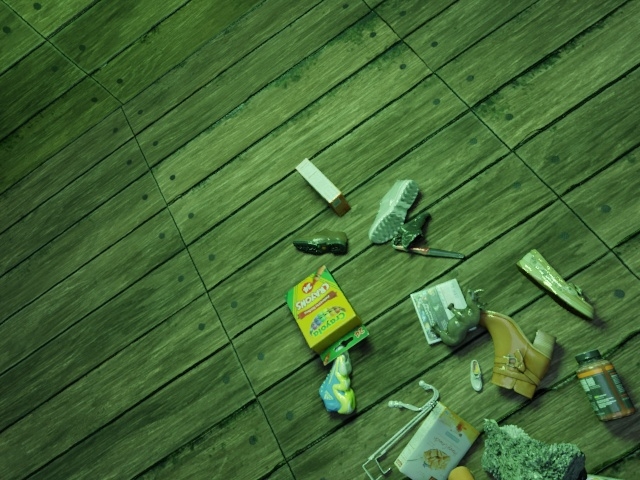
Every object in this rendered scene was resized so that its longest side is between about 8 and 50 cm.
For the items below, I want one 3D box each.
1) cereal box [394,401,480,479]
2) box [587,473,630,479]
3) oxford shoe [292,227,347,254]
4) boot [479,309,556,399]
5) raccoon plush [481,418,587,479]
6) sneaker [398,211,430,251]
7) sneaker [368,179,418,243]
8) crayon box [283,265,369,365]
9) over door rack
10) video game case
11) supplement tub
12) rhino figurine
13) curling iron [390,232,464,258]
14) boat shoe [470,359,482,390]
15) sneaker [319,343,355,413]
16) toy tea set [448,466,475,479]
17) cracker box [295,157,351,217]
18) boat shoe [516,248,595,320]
[{"bbox_3d":[0.366,0.650,1.448,0.173,0.047,0.240,39,85,-19],"label":"cereal box"},{"bbox_3d":[0.838,0.710,1.314,0.324,0.067,0.063,1,72,18],"label":"box"},{"bbox_3d":[0.000,0.000,1.859,0.227,0.082,0.096,0,52,17],"label":"oxford shoe"},{"bbox_3d":[0.597,0.363,1.514,0.283,0.109,0.220,23,83,17],"label":"boot"},{"bbox_3d":[0.509,0.603,1.262,0.299,0.446,0.216,9,75,49],"label":"raccoon plush"},{"bbox_3d":[0.362,-0.036,1.735,0.170,0.051,0.089,-30,54,-12],"label":"sneaker"},{"bbox_3d":[0.273,-0.113,1.807,0.281,0.105,0.115,-55,30,-2],"label":"sneaker"},{"bbox_3d":[0.015,0.267,1.699,0.202,0.081,0.318,-37,49,2],"label":"crayon box"},{"bbox_3d":[0.247,0.582,1.461,0.108,0.239,0.324,35,84,25],"label":"over door rack"},{"bbox_3d":[0.433,0.252,1.643,0.173,0.022,0.190,-21,66,10],"label":"video game case"},{"bbox_3d":[0.845,0.432,1.392,0.106,0.106,0.197,-20,66,11],"label":"supplement tub"},{"bbox_3d":[0.469,0.252,1.536,0.106,0.073,0.243,42,116,22],"label":"rhino figurine"},{"bbox_3d":[0.396,0.027,1.729,0.274,0.035,0.068,14,75,23],"label":"curling iron"},{"bbox_3d":[0.516,0.446,1.535,0.035,0.035,0.100,-3,70,17],"label":"boat shoe"},{"bbox_3d":[0.047,0.493,1.645,0.126,0.091,0.240,-14,64,18],"label":"sneaker"},{"bbox_3d":[0.313,0.786,1.385,0.336,0.124,0.200,-16,102,-8],"label":"toy tea set"},{"bbox_3d":[0.012,-0.213,1.879,0.067,0.156,0.232,-42,63,1],"label":"cracker box"},{"bbox_3d":[0.783,0.143,1.519,0.089,0.104,0.285,-45,63,2],"label":"boat shoe"}]
